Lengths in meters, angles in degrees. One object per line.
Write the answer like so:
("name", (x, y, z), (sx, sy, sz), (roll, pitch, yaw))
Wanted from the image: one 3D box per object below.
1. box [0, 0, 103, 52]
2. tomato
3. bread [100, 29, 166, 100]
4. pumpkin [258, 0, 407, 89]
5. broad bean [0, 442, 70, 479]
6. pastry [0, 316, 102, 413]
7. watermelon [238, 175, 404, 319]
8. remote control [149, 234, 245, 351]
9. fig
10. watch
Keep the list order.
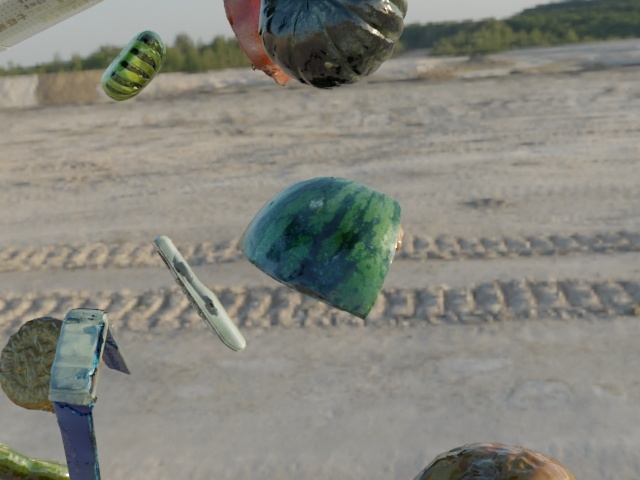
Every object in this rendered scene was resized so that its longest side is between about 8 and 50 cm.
("box", (-0.443, -0.419, 1.352), (0.330, 0.210, 0.095), (-21, -29, 13))
("tomato", (-0.078, -0.396, 1.582), (0.112, 0.227, 0.199), (-23, 3, 24))
("bread", (-0.323, -0.301, 1.567), (0.071, 0.139, 0.130), (39, 3, -17))
("pumpkin", (0.015, -0.327, 1.293), (0.221, 0.220, 0.162), (1, -12, 25))
("broad bean", (-0.602, 0.478, 1.868), (0.339, 0.077, 0.061), (27, 15, -28))
("pastry", (-0.528, 0.242, 1.761), (0.189, 0.188, 0.103), (-1, -17, 15))
("watermelon", (0.009, -0.022, 1.679), (0.292, 0.222, 0.319), (28, 9, 5))
("remote control", (-0.146, 0.062, 1.077), (0.029, 0.166, 0.065), (-35, 10, -12))
("fig", (0.276, 0.479, 1.283), (0.286, 0.368, 0.286), (-27, 22, 12))
("watch", (-0.326, 0.200, 1.326), (0.068, 0.274, 0.276), (1, 41, -1))
